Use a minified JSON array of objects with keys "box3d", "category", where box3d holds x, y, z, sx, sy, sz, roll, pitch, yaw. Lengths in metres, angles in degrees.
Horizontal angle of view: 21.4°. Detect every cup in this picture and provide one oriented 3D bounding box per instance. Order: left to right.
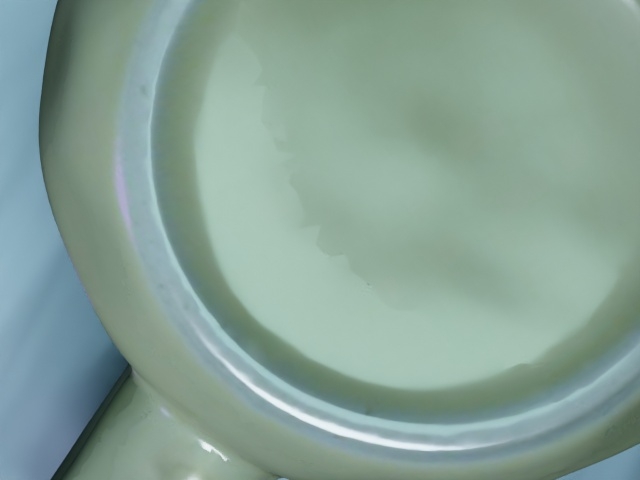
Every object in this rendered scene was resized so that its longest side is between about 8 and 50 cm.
[{"box3d":[-0.008,-0.018,0.439,0.255,0.202,0.173,-30,99,9],"category":"cup"}]
